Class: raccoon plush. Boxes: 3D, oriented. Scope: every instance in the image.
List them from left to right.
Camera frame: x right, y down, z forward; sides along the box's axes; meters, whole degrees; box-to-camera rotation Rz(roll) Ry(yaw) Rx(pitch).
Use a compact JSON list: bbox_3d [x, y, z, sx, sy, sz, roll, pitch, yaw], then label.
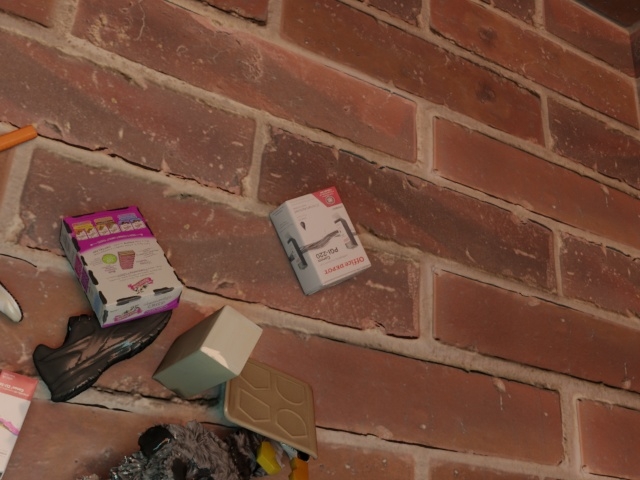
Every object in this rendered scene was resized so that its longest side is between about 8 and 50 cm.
[{"bbox_3d":[-0.279,0.493,1.317,0.446,0.299,0.216,31,33,-55],"label":"raccoon plush"}]

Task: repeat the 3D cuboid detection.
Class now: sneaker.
[{"bbox_3d":[-0.616,0.099,1.311,0.075,0.057,0.161,-41,96,-20],"label":"sneaker"},{"bbox_3d":[-0.410,0.181,1.369,0.286,0.109,0.130,-34,84,-38],"label":"sneaker"},{"bbox_3d":[-0.063,0.430,1.511,0.109,0.044,0.040,43,57,-7],"label":"sneaker"}]

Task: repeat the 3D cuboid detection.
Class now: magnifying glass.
[{"bbox_3d":[-0.666,-0.174,1.404,0.231,0.026,0.092,-32,89,-37],"label":"magnifying glass"}]

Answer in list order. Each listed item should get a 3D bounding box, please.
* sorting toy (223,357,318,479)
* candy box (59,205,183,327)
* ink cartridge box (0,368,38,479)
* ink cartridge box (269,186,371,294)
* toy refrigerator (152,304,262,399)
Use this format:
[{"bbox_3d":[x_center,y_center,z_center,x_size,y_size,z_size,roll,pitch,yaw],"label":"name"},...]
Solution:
[{"bbox_3d":[-0.102,0.358,1.434,0.229,0.041,0.307,32,22,-19],"label":"sorting toy"},{"bbox_3d":[-0.391,0.045,1.401,0.159,0.071,0.233,-13,52,-34],"label":"candy box"},{"bbox_3d":[-0.552,0.329,1.209,0.067,0.115,0.198,24,59,-22],"label":"ink cartridge box"},{"bbox_3d":[0.000,0.000,1.699,0.158,0.092,0.218,-20,83,-35],"label":"ink cartridge box"},{"bbox_3d":[-0.217,0.220,1.364,0.094,0.269,0.102,37,55,-13],"label":"toy refrigerator"}]
